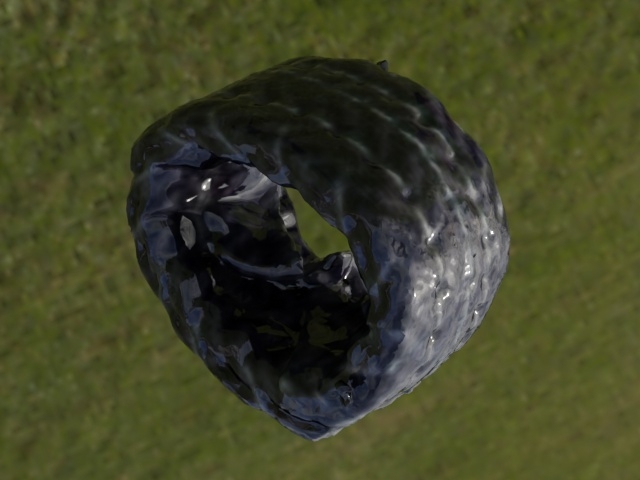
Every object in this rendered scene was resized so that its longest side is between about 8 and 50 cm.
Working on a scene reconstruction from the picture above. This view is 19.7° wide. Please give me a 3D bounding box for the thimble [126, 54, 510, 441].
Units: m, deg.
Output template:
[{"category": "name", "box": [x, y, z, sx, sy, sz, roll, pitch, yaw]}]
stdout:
[{"category": "thimble", "box": [-0.001, -0.002, 0.527, 0.066, 0.104, 0.095, -25, 168, -46]}]
